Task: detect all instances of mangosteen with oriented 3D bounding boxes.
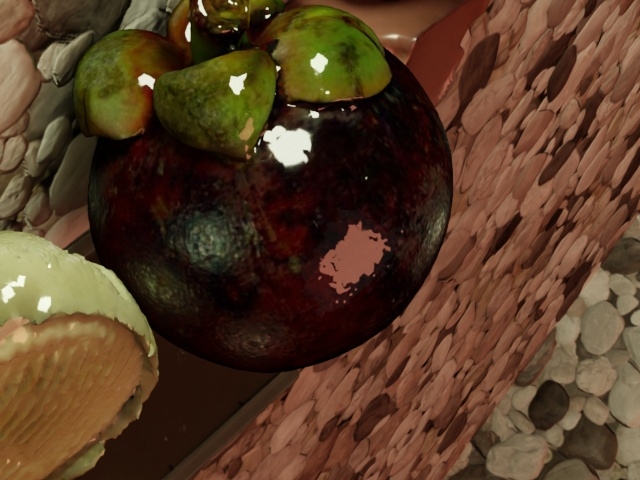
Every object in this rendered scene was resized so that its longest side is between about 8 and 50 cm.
[{"bbox_3d":[-0.042,-0.048,1.272,0.300,0.300,0.300,-45,157,-25],"label":"mangosteen"}]

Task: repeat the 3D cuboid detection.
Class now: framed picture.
[{"bbox_3d":[-0.170,0.110,1.424,0.296,0.232,0.019,-40,-163,-34],"label":"framed picture"}]

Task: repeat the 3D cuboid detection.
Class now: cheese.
[{"bbox_3d":[0.043,-0.173,1.504,0.177,0.128,0.203,-18,140,-59],"label":"cheese"}]

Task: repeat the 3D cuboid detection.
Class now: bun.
[{"bbox_3d":[-0.252,0.090,1.206,0.259,0.152,0.259,-28,151,-17],"label":"bun"}]
